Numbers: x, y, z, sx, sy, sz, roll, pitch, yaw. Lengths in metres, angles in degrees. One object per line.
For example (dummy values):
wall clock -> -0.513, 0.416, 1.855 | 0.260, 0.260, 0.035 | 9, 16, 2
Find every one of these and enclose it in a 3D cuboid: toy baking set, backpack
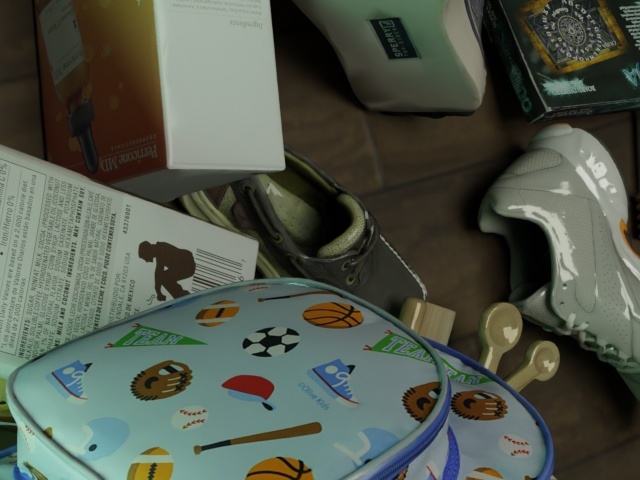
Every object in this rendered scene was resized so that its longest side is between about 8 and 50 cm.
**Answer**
toy baking set -> 0.103, 0.158, 1.351 | 0.197, 0.030, 0.256 | -12, 103, -34
backpack -> -0.020, 0.138, 0.946 | 0.263, 0.276, 0.213 | -19, 129, -34

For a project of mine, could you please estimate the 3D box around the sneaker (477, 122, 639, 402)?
sneaker -> 0.202, 0.050, 1.456 | 0.121, 0.099, 0.262 | -37, 99, -31

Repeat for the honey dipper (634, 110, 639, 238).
honey dipper -> 0.267, -0.080, 1.573 | 0.030, 0.030, 0.160 | 7, 73, -40

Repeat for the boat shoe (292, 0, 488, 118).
boat shoe -> 0.046, -0.217, 1.271 | 0.340, 0.127, 0.158 | 68, 25, -67

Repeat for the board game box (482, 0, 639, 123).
board game box -> 0.209, -0.159, 1.516 | 0.186, 0.026, 0.126 | -9, 72, -41

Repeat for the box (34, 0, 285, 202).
box -> -0.102, -0.116, 1.186 | 0.091, 0.130, 0.170 | 0, 81, -42

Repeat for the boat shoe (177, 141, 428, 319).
boat shoe -> 0.000, -0.001, 1.291 | 0.223, 0.073, 0.080 | 38, 59, -30

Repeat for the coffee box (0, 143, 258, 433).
coffee box -> -0.205, 0.023, 1.047 | 0.297, 0.168, 0.119 | 20, 69, -36
